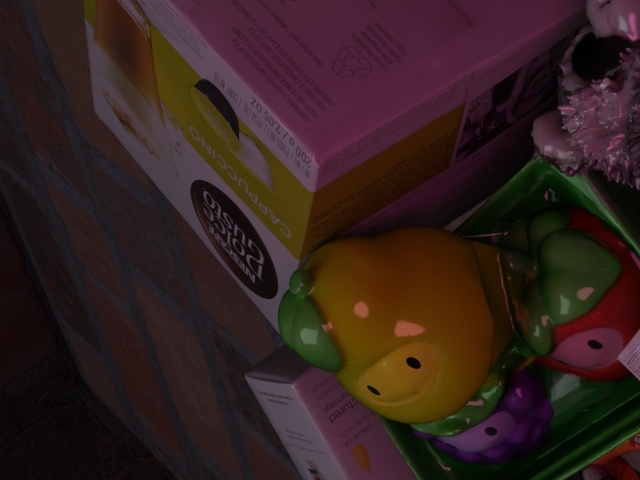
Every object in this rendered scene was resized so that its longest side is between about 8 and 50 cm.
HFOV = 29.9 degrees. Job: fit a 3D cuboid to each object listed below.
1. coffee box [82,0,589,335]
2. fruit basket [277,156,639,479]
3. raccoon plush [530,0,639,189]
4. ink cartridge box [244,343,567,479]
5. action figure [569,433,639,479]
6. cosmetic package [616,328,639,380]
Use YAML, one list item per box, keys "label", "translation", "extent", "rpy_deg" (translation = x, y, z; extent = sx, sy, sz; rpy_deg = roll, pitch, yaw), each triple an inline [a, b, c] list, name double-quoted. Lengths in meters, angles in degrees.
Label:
- label: "coffee box"
  translation: [0.003, -0.177, 1.163]
  extent: [0.337, 0.338, 0.334]
  rpy_deg: [49, 156, 18]
- label: "fruit basket"
  translation: [0.148, 0.097, 1.096]
  extent: [0.283, 0.392, 0.392]
  rpy_deg: [56, 157, 14]
- label: "raccoon plush"
  translation: [0.306, -0.003, 0.865]
  extent: [0.299, 0.216, 0.446]
  rpy_deg: [146, 114, -71]
- label: "ink cartridge box"
  translation: [0.126, 0.264, 1.579]
  extent: [0.385, 0.279, 0.160]
  rpy_deg: [61, 156, -12]
- label: "action figure"
  translation: [0.284, 0.190, 1.316]
  extent: [0.330, 0.178, 0.341]
  rpy_deg: [27, 146, 33]
- label: "cosmetic package"
  translation: [0.343, 0.067, 0.942]
  extent: [0.099, 0.239, 0.060]
  rpy_deg: [48, 137, 21]
